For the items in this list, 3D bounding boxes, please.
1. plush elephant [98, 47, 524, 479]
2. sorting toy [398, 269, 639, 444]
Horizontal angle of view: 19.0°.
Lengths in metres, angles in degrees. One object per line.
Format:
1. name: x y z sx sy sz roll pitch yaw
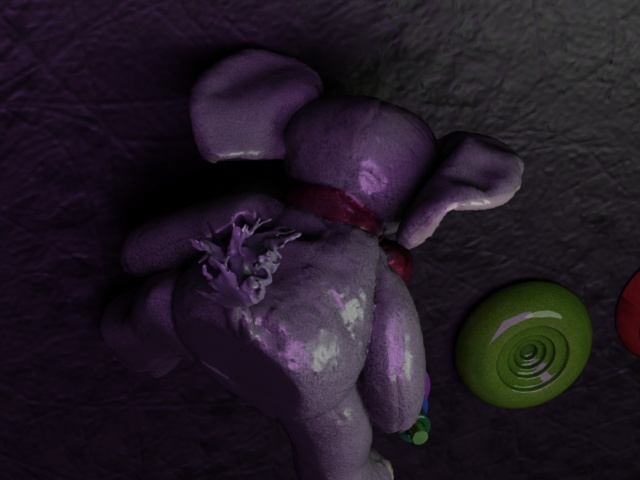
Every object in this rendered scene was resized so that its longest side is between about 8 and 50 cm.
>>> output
1. plush elephant: 0.000 0.000 1.457 0.255 0.272 0.330 -52 165 -25
2. sorting toy: 0.216 0.113 1.637 0.366 0.126 0.127 -12 122 -11
